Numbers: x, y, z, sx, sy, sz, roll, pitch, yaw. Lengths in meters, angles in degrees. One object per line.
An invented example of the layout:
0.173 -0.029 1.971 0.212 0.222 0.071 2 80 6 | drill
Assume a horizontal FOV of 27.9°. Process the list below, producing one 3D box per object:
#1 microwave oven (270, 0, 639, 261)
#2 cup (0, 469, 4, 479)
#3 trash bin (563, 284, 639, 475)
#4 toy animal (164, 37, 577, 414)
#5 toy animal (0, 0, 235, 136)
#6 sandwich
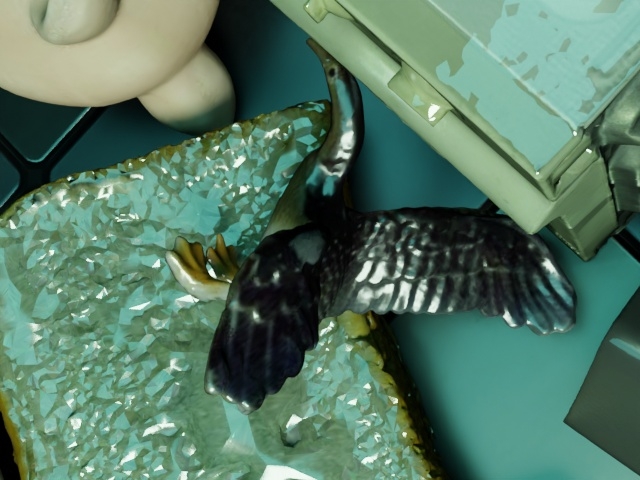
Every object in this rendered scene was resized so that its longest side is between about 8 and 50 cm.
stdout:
0.151 -0.149 0.651 0.286 0.355 0.218 -46 75 5 | microwave oven
-0.290 0.212 0.803 0.253 0.253 0.274 -27 86 11 | cup
0.272 0.091 0.699 0.225 0.115 0.165 32 52 17 | trash bin
-0.013 -0.001 0.697 0.160 0.272 0.197 -23 84 35 | toy animal
-0.105 -0.223 0.809 0.326 0.237 0.269 -16 71 10 | toy animal
-0.075 0.086 0.811 0.271 0.099 0.301 -19 81 1 | sandwich
